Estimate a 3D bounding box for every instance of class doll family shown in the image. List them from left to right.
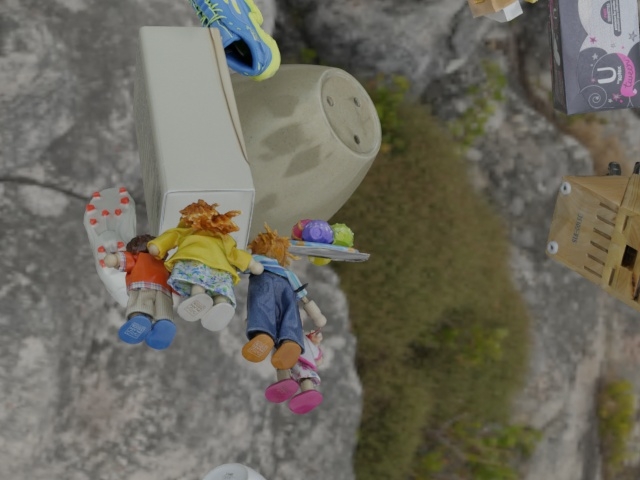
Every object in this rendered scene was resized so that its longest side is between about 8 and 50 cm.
[{"bbox_3d":[-0.074,0.043,1.085,0.263,0.118,0.163,29,29,-26],"label":"doll family"}]

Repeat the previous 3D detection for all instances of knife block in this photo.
[{"bbox_3d":[0.369,-0.006,1.145,0.242,0.276,0.088,-2,112,-27],"label":"knife block"}]

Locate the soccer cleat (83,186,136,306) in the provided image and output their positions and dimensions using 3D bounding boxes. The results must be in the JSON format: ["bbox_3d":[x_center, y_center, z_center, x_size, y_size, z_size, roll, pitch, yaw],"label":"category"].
[{"bbox_3d":[-0.265,0.005,1.445,0.196,0.068,0.076,-107,-171,-50],"label":"soccer cleat"}]

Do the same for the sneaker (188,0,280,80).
[{"bbox_3d":[-0.149,-0.352,1.743,0.240,0.091,0.126,51,16,-7],"label":"sneaker"}]

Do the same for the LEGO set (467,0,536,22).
[{"bbox_3d":[0.282,-0.322,1.175,0.132,0.287,0.107,-106,-173,-51],"label":"LEGO set"}]

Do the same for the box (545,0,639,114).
[{"bbox_3d":[0.555,-0.388,2.274,0.142,0.163,0.247,-88,171,-76],"label":"box"}]

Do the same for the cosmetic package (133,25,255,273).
[{"bbox_3d":[-0.170,-0.119,1.442,0.160,0.113,0.309,105,-24,-47],"label":"cosmetic package"}]

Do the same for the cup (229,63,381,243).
[{"bbox_3d":[-0.035,-0.176,1.958,0.331,0.237,0.331,30,48,-41],"label":"cup"}]

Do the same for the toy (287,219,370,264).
[{"bbox_3d":[0.000,0.000,1.620,0.237,0.137,0.056,96,-1,-83],"label":"toy"}]

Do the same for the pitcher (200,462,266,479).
[{"bbox_3d":[-0.135,0.440,1.700,0.125,0.178,0.207,-65,142,-51],"label":"pitcher"}]
